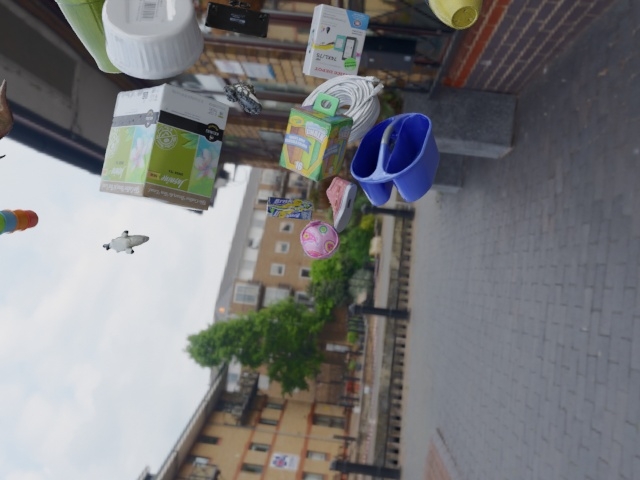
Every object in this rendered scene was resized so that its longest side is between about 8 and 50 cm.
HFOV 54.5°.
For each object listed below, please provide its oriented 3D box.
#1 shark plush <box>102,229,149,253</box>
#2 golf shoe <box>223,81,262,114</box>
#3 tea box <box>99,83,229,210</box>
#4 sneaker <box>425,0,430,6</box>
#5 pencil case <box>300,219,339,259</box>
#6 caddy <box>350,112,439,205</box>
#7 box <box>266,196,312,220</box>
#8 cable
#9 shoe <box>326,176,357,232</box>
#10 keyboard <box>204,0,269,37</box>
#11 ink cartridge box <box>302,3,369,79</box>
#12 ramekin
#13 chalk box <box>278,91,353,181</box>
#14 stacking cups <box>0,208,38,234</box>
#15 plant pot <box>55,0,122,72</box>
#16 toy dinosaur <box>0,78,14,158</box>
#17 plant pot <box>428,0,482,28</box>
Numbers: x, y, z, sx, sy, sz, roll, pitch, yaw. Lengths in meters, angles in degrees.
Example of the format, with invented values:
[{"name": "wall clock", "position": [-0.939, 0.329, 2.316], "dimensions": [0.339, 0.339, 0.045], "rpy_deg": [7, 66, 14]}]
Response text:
[{"name": "shark plush", "position": [-0.601, 0.016, 1.901], "dimensions": [0.067, 0.161, 0.073], "rpy_deg": [-30, -83, -61]}, {"name": "golf shoe", "position": [-0.252, -0.509, 2.171], "dimensions": [0.094, 0.198, 0.077], "rpy_deg": [-34, -38, -24]}, {"name": "tea box", "position": [-0.473, -0.270, 1.859], "dimensions": [0.329, 0.220, 0.323], "rpy_deg": [8, 88, 50]}, {"name": "sneaker", "position": [0.431, -0.807, 1.812], "dimensions": [0.300, 0.111, 0.121], "rpy_deg": [-29, 32, 39]}, {"name": "pencil case", "position": [0.000, 0.000, 1.975], "dimensions": [0.284, 0.124, 0.124], "rpy_deg": [57, -140, -86]}, {"name": "caddy", "position": [0.233, -0.267, 1.946], "dimensions": [0.179, 0.241, 0.341], "rpy_deg": [61, -143, -36]}, {"name": "box", "position": [-0.115, -0.119, 2.313], "dimensions": [0.059, 0.169, 0.054], "rpy_deg": [-92, 10, -50]}, {"name": "cable", "position": [0.063, -0.417, 1.990], "dimensions": [0.257, 0.257, 0.089], "rpy_deg": [-55, -40, -11]}, {"name": "shoe", "position": [0.060, -0.120, 2.052], "dimensions": [0.063, 0.081, 0.177], "rpy_deg": [-16, -51, -49]}, {"name": "keyboard", "position": [-0.240, -0.651, 1.809], "dimensions": [0.023, 0.180, 0.108], "rpy_deg": [141, 136, -74]}, {"name": "ink cartridge box", "position": [0.058, -0.783, 2.498], "dimensions": [0.197, 0.198, 0.270], "rpy_deg": [-117, 37, -71]}, {"name": "ramekin", "position": [-0.473, -0.599, 1.740], "dimensions": [0.135, 0.277, 0.277], "rpy_deg": [97, -179, -60]}, {"name": "chalk box", "position": [-0.006, -0.289, 1.685], "dimensions": [0.132, 0.132, 0.213], "rpy_deg": [-28, -42, -54]}, {"name": "stacking cups", "position": [-1.001, -0.059, 1.933], "dimensions": [0.316, 0.096, 0.096], "rpy_deg": [-46, -37, -82]}, {"name": "plant pot", "position": [-0.749, -0.814, 2.247], "dimensions": [0.366, 0.367, 0.352], "rpy_deg": [-79, -17, -49]}, {"name": "toy dinosaur", "position": [-0.957, -0.310, 1.774], "dimensions": [0.295, 0.200, 0.127], "rpy_deg": [-53, -2, -19]}, {"name": "plant pot", "position": [0.342, -0.578, 1.527], "dimensions": [0.134, 0.134, 0.095], "rpy_deg": [92, 171, -56]}]
